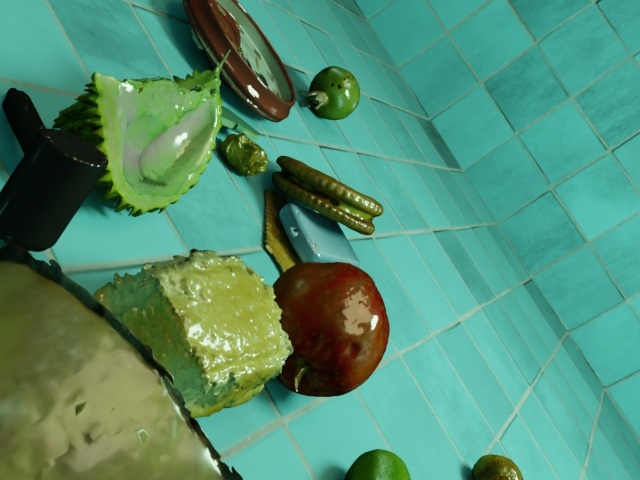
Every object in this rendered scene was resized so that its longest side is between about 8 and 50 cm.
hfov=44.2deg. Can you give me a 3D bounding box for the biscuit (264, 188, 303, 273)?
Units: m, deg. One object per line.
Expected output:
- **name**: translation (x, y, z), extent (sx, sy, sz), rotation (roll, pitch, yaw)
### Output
- **biscuit**: translation (-0.016, 0.036, 1.354), extent (0.237, 0.013, 0.232), rotation (42, 24, -28)

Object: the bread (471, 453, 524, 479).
- **bread**: translation (0.321, 0.499, 1.286), extent (0.124, 0.084, 0.344), rotation (44, 24, -28)

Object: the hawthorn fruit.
- **hawthorn fruit**: translation (-0.004, 0.127, 1.037), extent (0.179, 0.179, 0.200), rotation (50, 42, -13)

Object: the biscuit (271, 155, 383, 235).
- **biscuit**: translation (0.011, -0.083, 1.418), extent (0.220, 0.066, 0.220), rotation (28, 5, -3)

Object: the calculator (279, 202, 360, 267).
- **calculator**: translation (0.000, 0.000, 1.367), extent (0.210, 0.039, 0.121), rotation (16, 40, -60)

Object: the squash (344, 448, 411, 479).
- **squash**: translation (0.050, 0.353, 0.889), extent (0.101, 0.101, 0.378), rotation (53, 16, -5)

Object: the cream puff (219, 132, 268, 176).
- **cream puff**: translation (-0.130, -0.141, 1.318), extent (0.058, 0.083, 0.083), rotation (-51, 125, -26)

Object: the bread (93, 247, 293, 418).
- **bread**: translation (-0.128, 0.100, 0.848), extent (0.174, 0.121, 0.245), rotation (67, 18, 8)

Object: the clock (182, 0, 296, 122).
- **clock**: translation (-0.164, -0.369, 1.556), extent (0.318, 0.080, 0.318), rotation (51, 17, -22)

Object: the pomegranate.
- **pomegranate**: translation (0.019, -0.340, 1.886), extent (0.129, 0.159, 0.129), rotation (39, -26, 23)

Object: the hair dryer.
- **hair dryer**: translation (-0.311, -0.094, 0.824), extent (0.070, 0.114, 0.248), rotation (26, 14, -45)

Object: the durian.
- **durian**: translation (-0.202, -0.134, 0.977), extent (0.157, 0.169, 0.355), rotation (52, 21, -4)

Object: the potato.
- **potato**: translation (-0.211, 0.186, 0.410), extent (0.289, 0.301, 0.237), rotation (27, 37, 18)

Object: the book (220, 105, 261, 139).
- **book**: translation (-0.169, -0.214, 1.343), extent (0.103, 0.017, 0.135), rotation (39, 11, 27)
